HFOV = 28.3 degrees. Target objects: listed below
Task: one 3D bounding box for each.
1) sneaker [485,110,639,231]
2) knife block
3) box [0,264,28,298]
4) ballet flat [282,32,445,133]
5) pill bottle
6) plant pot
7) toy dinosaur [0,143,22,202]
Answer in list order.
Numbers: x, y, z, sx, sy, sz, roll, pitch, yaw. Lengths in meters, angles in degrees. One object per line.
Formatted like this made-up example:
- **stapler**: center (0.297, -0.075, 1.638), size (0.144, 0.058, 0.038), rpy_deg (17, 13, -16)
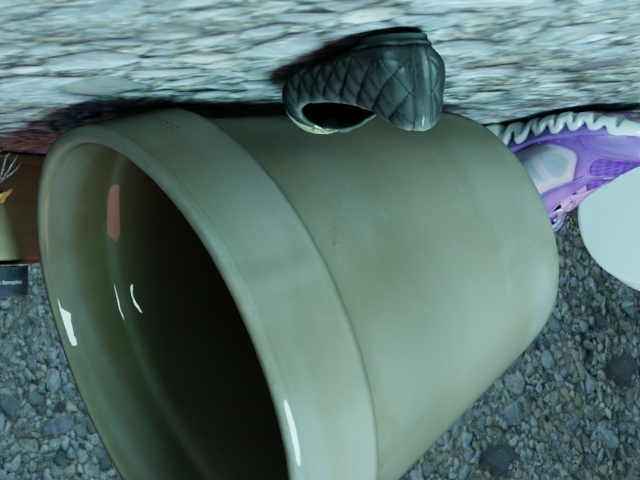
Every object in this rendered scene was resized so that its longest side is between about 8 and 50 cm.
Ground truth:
- **sneaker**: center (0.185, -0.049, 1.039), size (0.095, 0.104, 0.236), rpy_deg (-1, 175, -45)
- **knife block**: center (-0.235, -0.026, 1.088), size (0.242, 0.088, 0.276), rpy_deg (-4, 178, -16)
- **box**: center (-0.310, 0.038, 1.060), size (0.116, 0.029, 0.162), rpy_deg (-3, 177, -18)
- **ballet flat**: center (0.017, -0.073, 0.677), size (0.058, 0.049, 0.173), rpy_deg (-3, 178, -16)
- **pill bottle**: center (0.359, -0.025, 1.273), size (0.160, 0.160, 0.283), rpy_deg (-5, 178, 27)
- **plant pot**: center (0.000, 0.036, 0.880), size (0.280, 0.323, 0.323), rpy_deg (-24, -171, -30)
- **toy dinosaur**: center (-0.238, -0.039, 0.900), size (0.047, 0.090, 0.082), rpy_deg (7, -140, -16)
